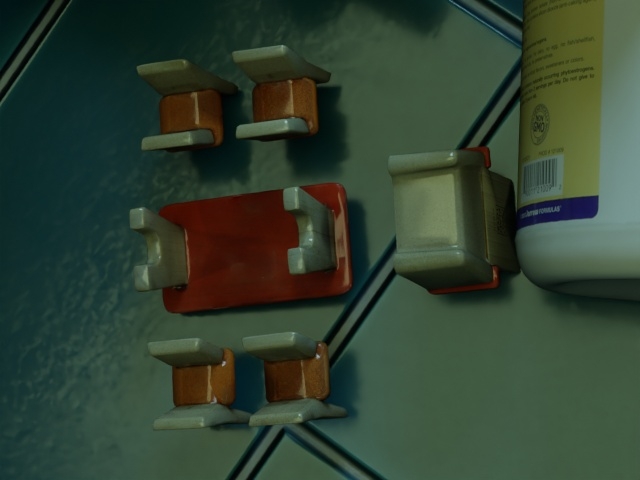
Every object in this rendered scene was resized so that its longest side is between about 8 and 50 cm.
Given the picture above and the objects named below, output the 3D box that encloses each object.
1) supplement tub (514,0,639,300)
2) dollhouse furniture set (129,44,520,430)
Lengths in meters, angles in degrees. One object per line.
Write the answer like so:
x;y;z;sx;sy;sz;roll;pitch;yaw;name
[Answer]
0.252;-0.130;1.139;0.241;0.241;0.331;2;84;11;supplement tub
0.000;0.000;1.249;0.259;0.135;0.262;-6;82;21;dollhouse furniture set
